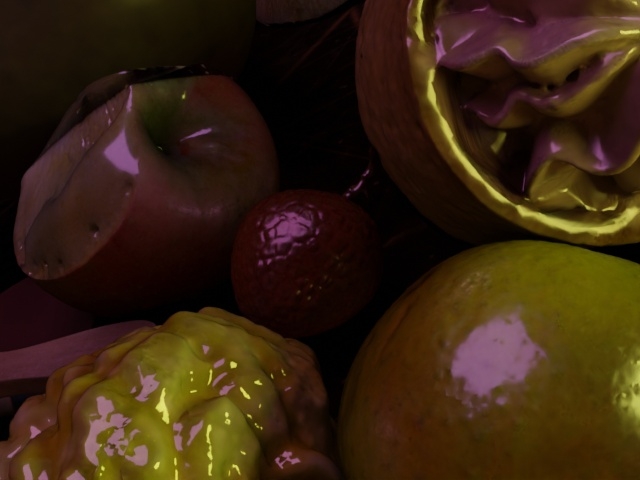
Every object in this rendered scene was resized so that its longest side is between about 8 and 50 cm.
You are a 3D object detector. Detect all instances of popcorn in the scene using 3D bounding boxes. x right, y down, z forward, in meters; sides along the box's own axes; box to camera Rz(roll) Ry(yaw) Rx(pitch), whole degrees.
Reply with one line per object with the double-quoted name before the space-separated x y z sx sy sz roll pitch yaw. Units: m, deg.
"popcorn" -0.064 0.151 0.655 0.181 0.216 0.235 -40 27 41

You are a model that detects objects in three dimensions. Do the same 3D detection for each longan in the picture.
"longan" -0.239 -0.207 1.144 0.360 0.361 0.361 -22 33 15

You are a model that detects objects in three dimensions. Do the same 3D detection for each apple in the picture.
"apple" -0.129 -0.033 0.975 0.188 0.173 0.207 -44 18 44
"apple" 0.103 0.084 0.595 0.196 0.196 0.157 10 80 47

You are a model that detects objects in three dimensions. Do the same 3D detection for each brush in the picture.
"brush" -0.252 0.116 0.948 0.327 0.065 0.070 -12 34 22

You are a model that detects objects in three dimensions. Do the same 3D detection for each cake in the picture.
"cake" 0.134 -0.088 0.604 0.178 0.207 0.185 -4 80 59

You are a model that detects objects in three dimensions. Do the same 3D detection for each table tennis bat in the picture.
"table tennis bat" -0.233 0.102 1.014 0.154 0.021 0.274 -36 31 -3

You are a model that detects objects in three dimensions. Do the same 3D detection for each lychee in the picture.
"lychee" 0.000 0.006 0.874 0.140 0.101 0.114 -32 -11 -28

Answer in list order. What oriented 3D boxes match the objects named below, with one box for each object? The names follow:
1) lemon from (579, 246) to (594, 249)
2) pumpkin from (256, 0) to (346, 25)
"lemon" 0.149 -0.129 0.831 0.240 0.219 0.240 -24 28 14
"pumpkin" 0.005 -0.324 1.335 0.217 0.110 0.217 -17 38 14
